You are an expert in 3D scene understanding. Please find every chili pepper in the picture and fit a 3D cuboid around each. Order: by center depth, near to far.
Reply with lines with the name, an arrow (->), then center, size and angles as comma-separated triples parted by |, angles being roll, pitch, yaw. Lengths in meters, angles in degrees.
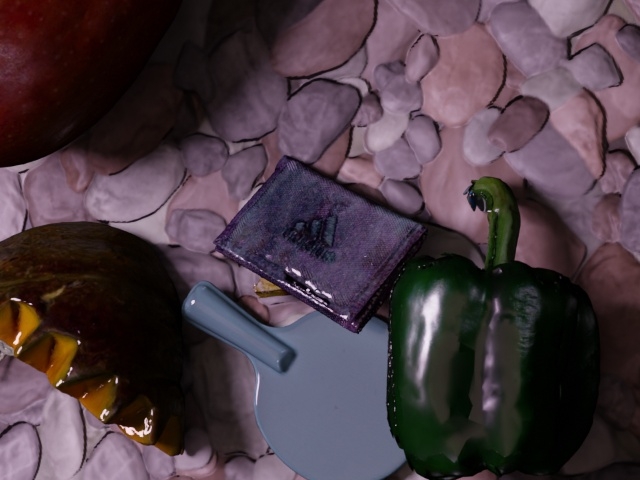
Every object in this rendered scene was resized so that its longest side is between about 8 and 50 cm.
chili pepper -> 0.131, 0.066, 1.384 | 0.173, 0.165, 0.261 | -3, 77, 27

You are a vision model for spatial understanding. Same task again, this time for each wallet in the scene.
wallet -> 0.000, 0.001, 1.460 | 0.166, 0.030, 0.111 | 30, 71, 30

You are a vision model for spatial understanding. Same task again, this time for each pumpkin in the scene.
pumpkin -> -0.185, 0.064, 1.470 | 0.254, 0.130, 0.149 | 37, 83, -1

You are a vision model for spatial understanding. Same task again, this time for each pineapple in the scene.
pineapple -> -0.019, 0.028, 1.486 | 0.083, 0.019, 0.045 | -9, 59, 1

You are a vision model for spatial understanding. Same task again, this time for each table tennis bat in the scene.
table tennis bat -> -0.017, 0.114, 1.485 | 0.244, 0.040, 0.153 | 33, 92, 12

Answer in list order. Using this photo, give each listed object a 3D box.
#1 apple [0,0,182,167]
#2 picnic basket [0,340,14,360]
apple -> -0.273, -0.217, 1.456 | 0.317, 0.288, 0.288 | -38, 78, 3
picnic basket -> -0.284, 0.088, 1.551 | 0.083, 0.065, 0.083 | 28, 69, -1
